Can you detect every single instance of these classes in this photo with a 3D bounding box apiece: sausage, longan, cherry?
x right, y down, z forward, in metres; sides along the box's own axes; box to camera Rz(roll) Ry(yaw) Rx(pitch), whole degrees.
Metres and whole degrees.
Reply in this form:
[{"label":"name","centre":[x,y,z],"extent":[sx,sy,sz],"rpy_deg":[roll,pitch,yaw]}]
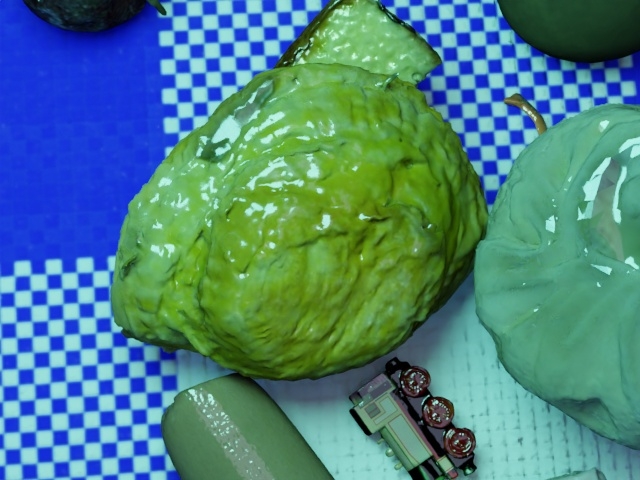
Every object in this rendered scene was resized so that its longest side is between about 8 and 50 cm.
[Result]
[{"label":"sausage","centre":[-0.048,0.243,1.421],"extent":[0.123,0.123,0.253],"rpy_deg":[-34,84,-9]},{"label":"longan","centre":[0.280,-0.285,1.509],"extent":[0.197,0.196,0.220],"rpy_deg":[19,80,-1]},{"label":"cherry","centre":[-0.230,-0.306,1.484],"extent":[0.195,0.195,0.195],"rpy_deg":[1,80,-4]}]

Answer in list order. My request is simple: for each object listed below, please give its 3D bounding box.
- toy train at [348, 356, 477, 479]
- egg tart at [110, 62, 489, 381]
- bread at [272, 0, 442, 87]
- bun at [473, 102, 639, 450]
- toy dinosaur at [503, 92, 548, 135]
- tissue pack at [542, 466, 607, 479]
[{"label":"toy train","centre":[0.094,0.186,1.480],"extent":[0.087,0.050,0.138],"rpy_deg":[-36,85,-5]},{"label":"egg tart","centre":[0.000,0.000,1.383],"extent":[0.352,0.153,0.339],"rpy_deg":[20,106,-27]},{"label":"bread","centre":[0.001,-0.135,1.483],"extent":[0.129,0.134,0.260],"rpy_deg":[35,107,-13]},{"label":"bun","centre":[0.309,0.022,1.339],"extent":[0.360,0.211,0.359],"rpy_deg":[-6,76,24]},{"label":"toy dinosaur","centre":[0.214,-0.019,1.526],"extent":[0.101,0.055,0.279],"rpy_deg":[-12,79,-16]},{"label":"tissue pack","centre":[0.206,0.367,1.419],"extent":[0.202,0.124,0.271],"rpy_deg":[-12,80,-10]}]
